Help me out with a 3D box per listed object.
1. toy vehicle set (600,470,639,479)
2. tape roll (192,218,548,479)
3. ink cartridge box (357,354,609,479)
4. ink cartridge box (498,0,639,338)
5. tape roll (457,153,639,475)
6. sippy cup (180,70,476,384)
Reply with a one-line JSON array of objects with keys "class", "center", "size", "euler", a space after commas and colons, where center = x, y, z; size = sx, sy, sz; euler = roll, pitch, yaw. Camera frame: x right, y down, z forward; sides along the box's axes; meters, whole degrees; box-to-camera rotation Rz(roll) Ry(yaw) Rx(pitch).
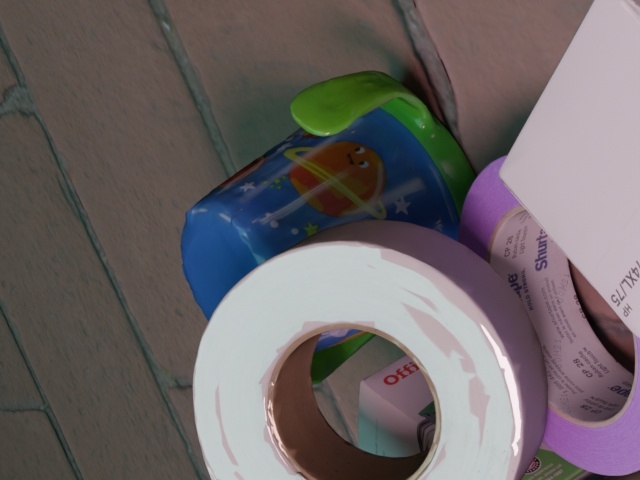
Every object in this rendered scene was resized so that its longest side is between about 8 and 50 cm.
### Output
[{"class": "toy vehicle set", "center": [0.287, 0.321, 1.489], "size": [0.035, 0.166, 0.266], "euler": [-145, 38, -65]}, {"class": "tape roll", "center": [0.040, 0.129, 1.428], "size": [0.286, 0.100, 0.286], "euler": [4, 103, 19]}, {"class": "ink cartridge box", "center": [0.161, 0.178, 1.572], "size": [0.219, 0.160, 0.092], "euler": [34, 138, 37]}, {"class": "ink cartridge box", "center": [0.293, -0.077, 1.071], "size": [0.197, 0.270, 0.198], "euler": [50, 147, 19]}, {"class": "tape roll", "center": [0.228, 0.048, 1.407], "size": [0.275, 0.090, 0.274], "euler": [39, 139, 46]}, {"class": "sippy cup", "center": [0.000, 0.000, 1.611], "size": [0.240, 0.224, 0.305], "euler": [4, 117, 56]}]
